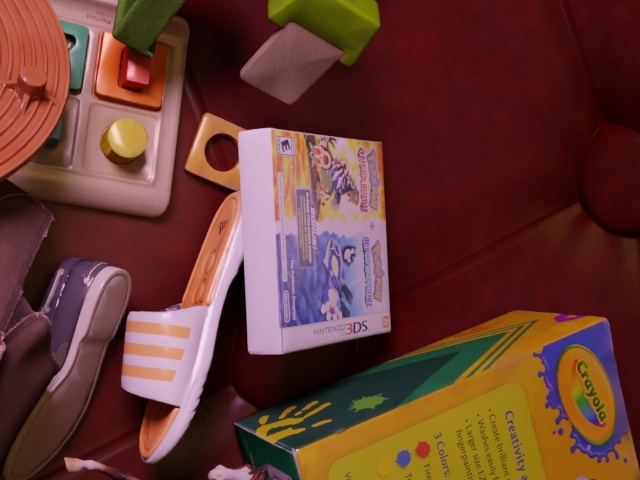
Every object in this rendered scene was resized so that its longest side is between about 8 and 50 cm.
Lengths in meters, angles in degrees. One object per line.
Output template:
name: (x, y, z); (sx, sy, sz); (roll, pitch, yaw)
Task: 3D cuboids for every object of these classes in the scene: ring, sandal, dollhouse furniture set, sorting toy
ring: (-0.349, -0.166, 0.624); (0.336, 0.032, 0.336); (17, 52, -23)
sandal: (-0.137, 0.067, 0.782); (0.076, 0.102, 0.265); (24, 70, -22)
dollhouse furniture set: (-0.064, -0.296, 0.832); (0.197, 0.151, 0.301); (24, 46, -30)
sorting toy: (-0.210, -0.130, 0.773); (0.348, 0.047, 0.196); (9, 84, -26)

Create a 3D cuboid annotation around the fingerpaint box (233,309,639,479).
fingerpaint box: (0.155, 0.338, 0.876); (0.371, 0.163, 0.445); (-18, 97, -25)

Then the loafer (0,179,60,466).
loafer: (-0.256, 0.096, 0.638); (0.130, 0.134, 0.366); (14, 58, -29)

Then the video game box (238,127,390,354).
video game box: (0.000, 0.000, 0.833); (0.187, 0.048, 0.205); (-3, 90, -56)

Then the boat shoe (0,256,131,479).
boat shoe: (-0.239, 0.111, 0.757); (0.065, 0.075, 0.206); (21, 82, 20)

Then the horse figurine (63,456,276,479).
horse figurine: (-0.170, 0.288, 0.744); (0.174, 0.066, 0.263); (16, 105, -34)
